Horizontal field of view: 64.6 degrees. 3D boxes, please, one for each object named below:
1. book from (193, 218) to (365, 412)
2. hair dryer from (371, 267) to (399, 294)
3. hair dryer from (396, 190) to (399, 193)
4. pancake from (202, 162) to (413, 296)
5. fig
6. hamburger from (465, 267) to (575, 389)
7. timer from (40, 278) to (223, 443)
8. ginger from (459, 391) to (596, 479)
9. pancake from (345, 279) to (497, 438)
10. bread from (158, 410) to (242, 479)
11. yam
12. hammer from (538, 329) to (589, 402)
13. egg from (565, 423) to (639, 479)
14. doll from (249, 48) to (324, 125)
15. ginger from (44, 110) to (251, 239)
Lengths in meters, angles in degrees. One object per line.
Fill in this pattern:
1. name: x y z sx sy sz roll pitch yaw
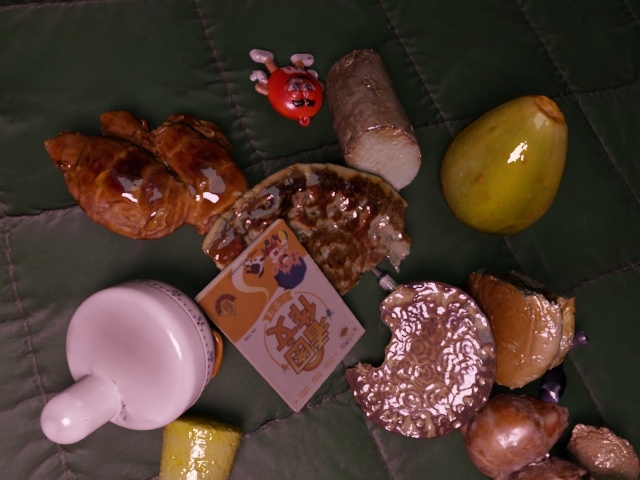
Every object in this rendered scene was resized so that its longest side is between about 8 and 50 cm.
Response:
1. book: -0.059 0.137 0.907 0.208 0.020 0.295 -47 116 -22
2. hair dryer: 0.159 0.116 1.062 0.100 0.057 0.197 -37 75 -28
3. hair dryer: 0.143 -0.162 1.174 0.106 0.054 0.154 27 53 0
4. pancake: -0.003 -0.005 0.977 0.427 0.067 0.304 -32 109 -25
5. fig: 0.401 -0.169 1.100 0.258 0.326 0.258 7 48 -8
6. hamburger: 0.367 0.170 0.989 0.133 0.309 0.211 4 96 -6
7. timer: -0.288 0.181 0.771 0.233 0.233 0.240 48 21 5
8. ginger: 0.388 0.416 0.928 0.176 0.256 0.375 5 45 -53
9. pancake: 0.183 0.221 0.946 0.286 0.033 0.288 -16 79 16
10. bread: -0.196 0.339 0.817 0.129 0.111 0.114 11 74 -9
11. yam: 0.107 -0.263 1.102 0.168 0.168 0.304 0 55 -19
12. hammer: 0.459 0.254 1.003 0.037 0.137 0.290 59 28 10
13. egg: 0.567 0.438 1.022 0.140 0.116 0.118 27 86 6
14. doll: -0.070 -0.356 1.156 0.183 0.085 0.217 -1 60 -20
15. ginger: -0.308 -0.135 0.944 0.358 0.152 0.274 -6 71 -22
